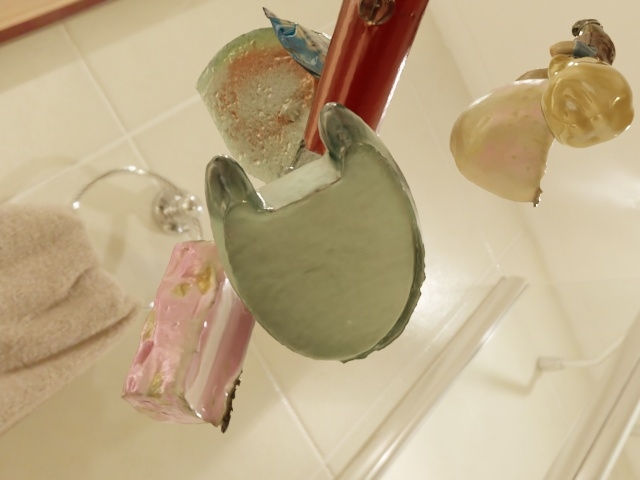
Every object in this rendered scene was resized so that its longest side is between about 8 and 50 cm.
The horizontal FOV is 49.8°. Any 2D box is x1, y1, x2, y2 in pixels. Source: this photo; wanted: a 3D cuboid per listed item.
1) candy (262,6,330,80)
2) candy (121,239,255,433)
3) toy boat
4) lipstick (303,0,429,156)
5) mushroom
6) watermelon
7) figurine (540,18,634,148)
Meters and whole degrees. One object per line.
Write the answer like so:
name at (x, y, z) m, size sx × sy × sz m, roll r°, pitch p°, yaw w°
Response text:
candy at (0.002, -0.182, 0.699) m, size 0.136 × 0.088 × 0.038 m, roll 45°, pitch -80°, yaw 8°
candy at (-0.186, 0.144, 1.056) m, size 0.116 × 0.265 × 0.155 m, roll 1°, pitch -31°, yaw 25°
toy boat at (0.000, 0.000, 0.476) m, size 0.079 × 0.134 × 0.207 m, roll 59°, pitch -3°, yaw 46°
lipstick at (0.054, -0.198, 0.558) m, size 0.073 × 0.073 × 0.279 m, roll 32°, pitch -59°, yaw 22°
mushroom at (0.315, -0.211, 1.164) m, size 0.173 × 0.236 × 0.162 m, roll 15°, pitch -25°, yaw 10°
watermelon at (-0.063, -0.182, 1.010) m, size 0.290 × 0.213 × 0.320 m, roll 18°, pitch -20°, yaw 6°
figurine at (0.339, -0.210, 0.888) m, size 0.108 × 0.196 × 0.114 m, roll -5°, pitch -40°, yaw 20°
